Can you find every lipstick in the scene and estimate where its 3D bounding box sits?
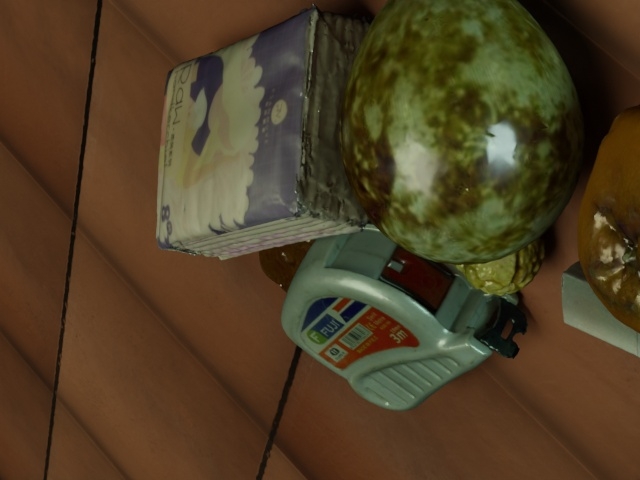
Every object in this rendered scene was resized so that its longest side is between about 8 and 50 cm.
[{"bbox_3d":[0.376,0.095,1.506,0.317,0.066,0.068,24,133,43],"label":"lipstick"}]

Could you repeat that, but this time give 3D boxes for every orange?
[{"bbox_3d":[0.336,-0.013,1.372,0.249,0.183,0.249,35,141,35],"label":"orange"}]

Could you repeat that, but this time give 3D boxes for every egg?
[{"bbox_3d":[0.133,-0.119,1.518,0.238,0.238,0.289,-14,91,56],"label":"egg"}]

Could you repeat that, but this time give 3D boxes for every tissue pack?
[{"bbox_3d":[-0.070,-0.115,1.825,0.344,0.125,0.242,-11,73,55],"label":"tissue pack"}]

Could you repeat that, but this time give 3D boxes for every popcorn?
[{"bbox_3d":[0.189,-0.005,1.659,0.106,0.116,0.120,-40,51,31],"label":"popcorn"}]

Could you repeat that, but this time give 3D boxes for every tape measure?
[{"bbox_3d":[0.086,0.081,1.812,0.246,0.125,0.243,37,146,-5],"label":"tape measure"}]

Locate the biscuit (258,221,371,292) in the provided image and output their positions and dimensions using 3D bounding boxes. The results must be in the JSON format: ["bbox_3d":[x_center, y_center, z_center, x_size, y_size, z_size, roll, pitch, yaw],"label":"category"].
[{"bbox_3d":[0.000,0.000,1.964,0.208,0.041,0.290,25,131,39],"label":"biscuit"}]
